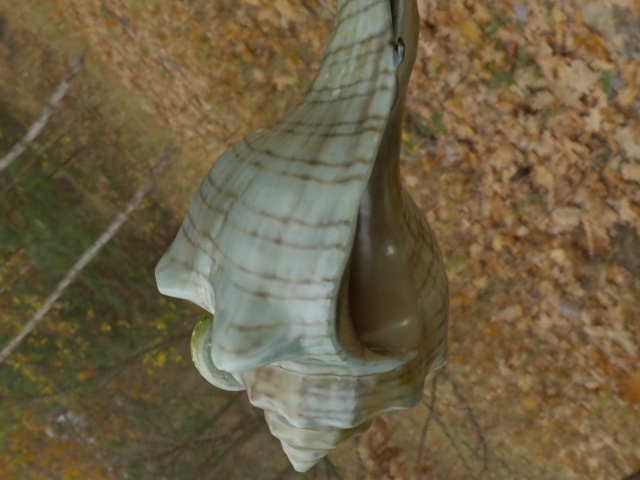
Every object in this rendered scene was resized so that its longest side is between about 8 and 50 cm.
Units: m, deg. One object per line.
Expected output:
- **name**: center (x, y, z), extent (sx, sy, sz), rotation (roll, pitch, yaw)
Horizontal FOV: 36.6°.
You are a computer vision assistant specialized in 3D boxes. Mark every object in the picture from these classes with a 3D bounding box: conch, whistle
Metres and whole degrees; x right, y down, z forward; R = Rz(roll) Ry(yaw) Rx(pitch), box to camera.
- **conch**: center (-0.013, 0.002, 0.570), extent (0.203, 0.169, 0.386), rotation (-78, -19, -54)
- **whistle**: center (-0.056, 0.139, 1.085), extent (0.198, 0.104, 0.057), rotation (36, 175, -25)
